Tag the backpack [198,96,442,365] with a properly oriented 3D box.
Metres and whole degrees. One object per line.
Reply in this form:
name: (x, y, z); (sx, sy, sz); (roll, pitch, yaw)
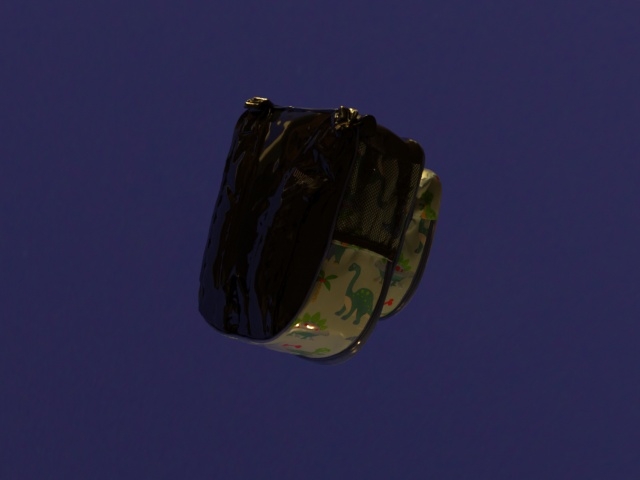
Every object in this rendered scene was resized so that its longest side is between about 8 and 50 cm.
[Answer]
backpack: (0.000, 0.000, 0.697); (0.084, 0.105, 0.114); (21, -95, -35)
